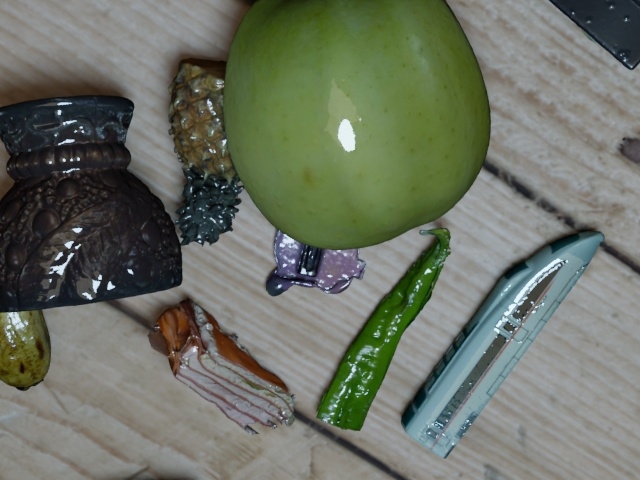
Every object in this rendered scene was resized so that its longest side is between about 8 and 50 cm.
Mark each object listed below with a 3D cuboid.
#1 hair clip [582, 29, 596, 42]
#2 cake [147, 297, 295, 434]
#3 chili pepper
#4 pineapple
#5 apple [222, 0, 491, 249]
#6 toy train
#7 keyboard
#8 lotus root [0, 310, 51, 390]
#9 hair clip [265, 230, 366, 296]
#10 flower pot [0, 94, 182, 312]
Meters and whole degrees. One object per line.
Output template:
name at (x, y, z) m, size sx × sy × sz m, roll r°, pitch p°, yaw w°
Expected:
hair clip at (0.454, -0.312, 1.332) m, size 0.159 × 0.071 × 0.218 m, roll -41°, pitch 95°, yaw 7°
cake at (-0.143, 0.192, 1.450) m, size 0.098 × 0.135 × 0.287 m, roll -40°, pitch 120°, yaw 4°
chili pepper at (0.099, 0.129, 1.435) m, size 0.085 × 0.076 × 0.359 m, roll 19°, pitch 107°, yaw -24°
pineapple at (-0.152, -0.110, 1.344) m, size 0.158 × 0.158 × 0.278 m, roll 11°, pitch 107°, yaw -3°
apple at (0.054, -0.185, 1.277) m, size 0.312 × 0.320 × 0.360 m, roll -11°, pitch 112°, yaw 23°
toy train at (0.266, 0.134, 1.433) m, size 0.088 × 0.086 × 0.407 m, roll 34°, pitch 100°, yaw -2°
keyboard at (0.339, -0.368, 1.306) m, size 0.310 × 0.018 × 0.101 m, roll 43°, pitch 101°, yaw 8°
lotus root at (-0.468, 0.103, 1.420) m, size 0.110 × 0.097 × 0.258 m, roll -13°, pitch 99°, yaw 6°
hair clip at (0.000, -0.003, 1.422) m, size 0.146 × 0.056 × 0.187 m, roll 7°, pitch 112°, yaw -3°
flower pot at (-0.333, -0.052, 1.308) m, size 0.267 × 0.266 × 0.267 m, roll -8°, pitch 93°, yaw 2°
